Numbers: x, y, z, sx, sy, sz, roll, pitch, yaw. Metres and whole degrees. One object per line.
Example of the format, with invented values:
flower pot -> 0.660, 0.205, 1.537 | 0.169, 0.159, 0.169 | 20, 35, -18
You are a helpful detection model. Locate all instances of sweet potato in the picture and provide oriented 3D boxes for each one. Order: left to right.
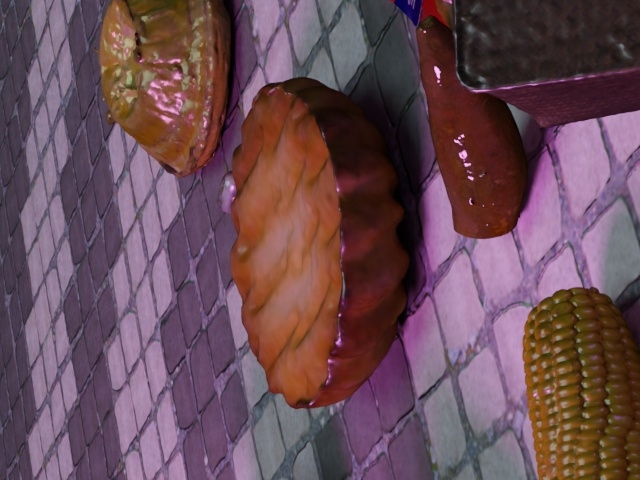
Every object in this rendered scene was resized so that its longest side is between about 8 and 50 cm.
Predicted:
sweet potato -> 0.124, -0.088, 1.502 | 0.077, 0.077, 0.243 | -116, 8, -45

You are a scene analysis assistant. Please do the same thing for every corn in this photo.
corn -> 0.209, 0.180, 1.351 | 0.106, 0.106, 0.305 | 128, 141, -56

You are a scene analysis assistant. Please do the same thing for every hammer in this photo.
hammer -> -0.089, -0.039, 2.146 | 0.083, 0.031, 0.052 | 54, 144, 37

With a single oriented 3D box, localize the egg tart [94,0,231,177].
egg tart -> -0.194, -0.210, 2.276 | 0.290, 0.115, 0.290 | 177, 90, -68

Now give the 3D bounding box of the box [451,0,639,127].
box -> 0.187, -0.224, 1.226 | 0.184, 0.143, 0.273 | -9, 80, 26

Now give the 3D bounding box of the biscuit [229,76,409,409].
biscuit -> 0.000, 0.000, 1.833 | 0.326, 0.107, 0.325 | 177, 90, -71

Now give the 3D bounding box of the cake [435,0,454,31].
cake -> 0.129, -0.237, 1.420 | 0.207, 0.178, 0.185 | 120, 141, -56

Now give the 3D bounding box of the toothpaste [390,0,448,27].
toothpaste -> 0.122, -0.336, 1.570 | 0.076, 0.066, 0.320 | -125, 39, -53
